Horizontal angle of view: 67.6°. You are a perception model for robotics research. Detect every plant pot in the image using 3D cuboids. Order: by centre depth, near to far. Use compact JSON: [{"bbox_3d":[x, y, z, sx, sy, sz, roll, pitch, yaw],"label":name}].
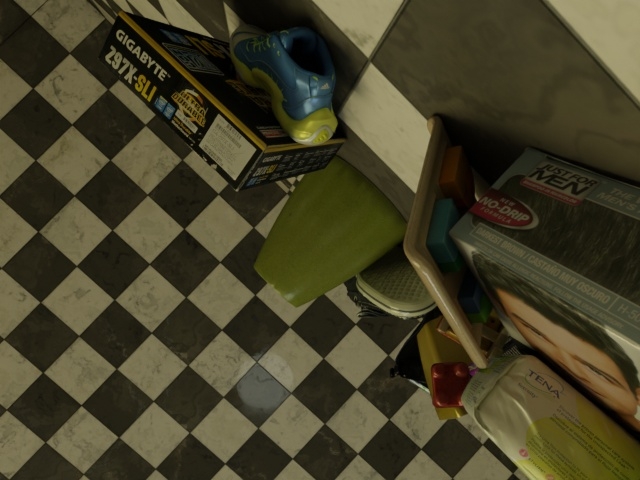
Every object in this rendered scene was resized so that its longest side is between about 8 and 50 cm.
[{"bbox_3d":[0.316,0.244,1.011,0.212,0.212,0.187,81,164,-68],"label":"plant pot"},{"bbox_3d":[0.000,0.000,1.078,0.275,0.293,0.275,43,176,4],"label":"plant pot"}]

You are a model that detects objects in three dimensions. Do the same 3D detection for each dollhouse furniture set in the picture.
[{"bbox_3d":[0.329,0.262,0.736,0.374,0.201,0.152,30,171,18],"label":"dollhouse furniture set"}]

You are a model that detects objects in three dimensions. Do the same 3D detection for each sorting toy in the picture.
[{"bbox_3d":[0.150,-0.001,0.501,0.038,0.208,0.193,-12,133,31],"label":"sorting toy"}]

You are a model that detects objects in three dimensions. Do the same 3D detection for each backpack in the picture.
[{"bbox_3d":[0.387,0.360,1.400,0.263,0.276,0.213,33,176,35],"label":"backpack"}]

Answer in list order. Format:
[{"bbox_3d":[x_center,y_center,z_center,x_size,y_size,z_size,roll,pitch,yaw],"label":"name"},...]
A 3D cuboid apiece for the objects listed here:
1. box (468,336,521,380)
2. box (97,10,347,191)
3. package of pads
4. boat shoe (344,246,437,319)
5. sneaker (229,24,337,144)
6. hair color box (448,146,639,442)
[{"bbox_3d":[0.351,0.219,0.834,0.116,0.162,0.029,45,-163,-13],"label":"box"},{"bbox_3d":[-0.118,-0.203,0.719,0.257,0.079,0.322,42,-157,7],"label":"box"},{"bbox_3d":[0.297,0.258,0.530,0.296,0.101,0.229,42,178,19],"label":"package of pads"},{"bbox_3d":[0.162,0.113,1.178,0.500,0.187,0.155,-152,46,-75],"label":"boat shoe"},{"bbox_3d":[-0.044,-0.242,0.626,0.240,0.091,0.126,53,150,24],"label":"sneaker"},{"bbox_3d":[0.286,0.095,0.471,0.185,0.113,0.374,40,174,49],"label":"hair color box"}]
